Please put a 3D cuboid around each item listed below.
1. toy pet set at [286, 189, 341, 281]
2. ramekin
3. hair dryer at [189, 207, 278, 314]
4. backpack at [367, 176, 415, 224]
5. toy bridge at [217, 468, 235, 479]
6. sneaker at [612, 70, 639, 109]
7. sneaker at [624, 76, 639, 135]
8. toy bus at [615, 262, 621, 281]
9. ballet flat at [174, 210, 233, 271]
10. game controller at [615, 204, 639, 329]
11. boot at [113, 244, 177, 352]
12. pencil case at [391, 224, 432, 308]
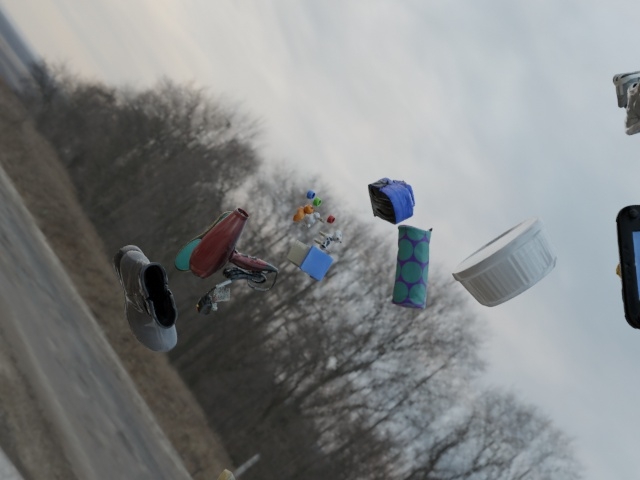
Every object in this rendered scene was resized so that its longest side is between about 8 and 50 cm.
[{"bbox_3d":[0.000,0.000,1.296,0.065,0.114,0.122,27,-8,26],"label":"toy pet set"},{"bbox_3d":[0.482,0.061,2.097,0.127,0.273,0.273,55,-7,0],"label":"ramekin"},{"bbox_3d":[-0.211,0.037,1.965,0.080,0.224,0.293,48,-32,34],"label":"hair dryer"},{"bbox_3d":[0.183,-0.102,2.021,0.120,0.101,0.097,42,-25,60],"label":"backpack"},{"bbox_3d":[-0.087,0.450,1.395,0.188,0.026,0.063,17,-39,25],"label":"toy bridge"},{"bbox_3d":[0.918,-0.408,2.263,0.086,0.229,0.132,-130,-149,-76],"label":"sneaker"},{"bbox_3d":[0.756,-0.320,1.873,0.281,0.105,0.115,44,31,-79],"label":"sneaker"},{"bbox_3d":[0.893,0.066,2.256,0.149,0.220,0.211,53,-41,24],"label":"toy bus"},{"bbox_3d":[-0.285,0.008,2.086,0.073,0.206,0.067,51,-5,1],"label":"ballet flat"},{"bbox_3d":[0.823,0.065,2.014,0.067,0.167,0.319,54,35,-72],"label":"game controller"},{"bbox_3d":[-0.434,0.188,2.127,0.223,0.118,0.338,28,-37,54],"label":"boot"},{"bbox_3d":[0.167,0.048,1.495,0.070,0.065,0.151,147,-51,-85],"label":"pencil case"}]
